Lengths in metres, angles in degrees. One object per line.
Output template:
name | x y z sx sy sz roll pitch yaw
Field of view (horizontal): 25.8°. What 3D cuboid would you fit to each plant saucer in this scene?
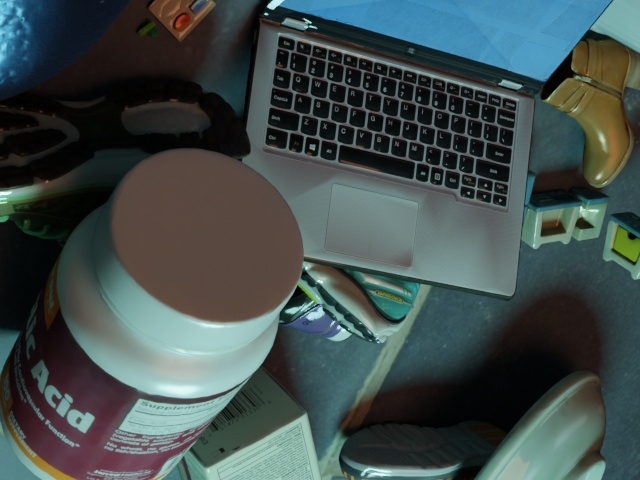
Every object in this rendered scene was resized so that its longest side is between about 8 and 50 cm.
plant saucer | 0.314 0.376 2.031 0.400 0.100 0.400 -41 152 -27

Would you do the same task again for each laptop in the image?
laptop | 0.139 -0.168 1.519 0.382 0.236 0.408 12 80 -27

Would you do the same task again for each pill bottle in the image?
pill bottle | -0.176 0.091 1.404 0.224 0.224 0.392 -9 154 -32

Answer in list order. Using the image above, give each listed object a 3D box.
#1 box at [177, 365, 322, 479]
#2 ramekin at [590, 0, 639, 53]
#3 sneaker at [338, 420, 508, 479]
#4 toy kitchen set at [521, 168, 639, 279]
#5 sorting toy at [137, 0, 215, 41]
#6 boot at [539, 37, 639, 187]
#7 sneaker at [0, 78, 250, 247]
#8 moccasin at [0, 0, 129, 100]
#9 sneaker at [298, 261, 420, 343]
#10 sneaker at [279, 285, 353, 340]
box | -0.089 0.300 1.772 0.149 0.127 0.232 -27 129 -21
ramekin | 0.453 -0.346 1.713 0.277 0.135 0.277 -34 149 -23
sneaker | 0.144 0.361 1.979 0.321 0.124 0.180 5 112 -38
toy kitchen set | 0.338 -0.026 1.855 0.207 0.166 0.122 -9 121 -32
sorting toy | -0.154 -0.238 1.477 0.083 0.012 0.062 -47 134 -3
boot | 0.347 -0.172 1.842 0.152 0.073 0.197 5 101 -39
sneaker | -0.275 -0.047 1.431 0.410 0.158 0.182 -5 135 -29
moccasin | -0.239 -0.267 1.326 0.342 0.117 0.138 -39 143 4
sneaker | 0.000 0.000 1.624 0.275 0.107 0.110 44 73 -10
sneaker | 0.031 -0.009 1.691 0.124 0.107 0.283 16 106 -35
